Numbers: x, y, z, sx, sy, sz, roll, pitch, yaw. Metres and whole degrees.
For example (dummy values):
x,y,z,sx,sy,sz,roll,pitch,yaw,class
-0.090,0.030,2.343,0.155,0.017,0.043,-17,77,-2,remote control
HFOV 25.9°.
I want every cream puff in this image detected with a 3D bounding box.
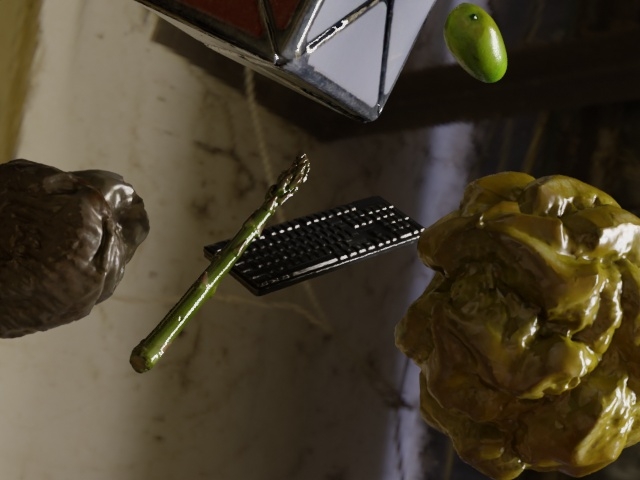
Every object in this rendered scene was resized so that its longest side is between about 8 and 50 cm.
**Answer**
x,y,z,sx,sy,sz,roll,pitch,yaw,class
0.209,0.094,1.452,0.291,0.257,0.324,38,-75,31,cream puff

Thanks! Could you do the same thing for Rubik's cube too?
x,y,z,sx,sy,sz,roll,pitch,yaw,class
-0.028,-0.295,1.408,0.259,0.260,0.255,30,-84,27,Rubik's cube

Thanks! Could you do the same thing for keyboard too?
x,y,z,sx,sy,sz,roll,pitch,yaw,class
0.000,0.000,1.627,0.101,0.310,0.018,36,-56,30,keyboard

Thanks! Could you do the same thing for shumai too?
x,y,z,sx,sy,sz,roll,pitch,yaw,class
-0.285,0.019,1.453,0.218,0.185,0.184,-26,-113,13,shumai

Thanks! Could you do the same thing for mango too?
x,y,z,sx,sy,sz,roll,pitch,yaw,class
0.170,-0.210,1.508,0.056,0.108,0.073,-38,-125,3,mango

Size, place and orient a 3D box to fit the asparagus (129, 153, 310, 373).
x,y,z,sx,sy,sz,roll,pitch,yaw,class
-0.077,0.015,1.139,0.025,0.024,0.248,6,-134,41,asparagus
